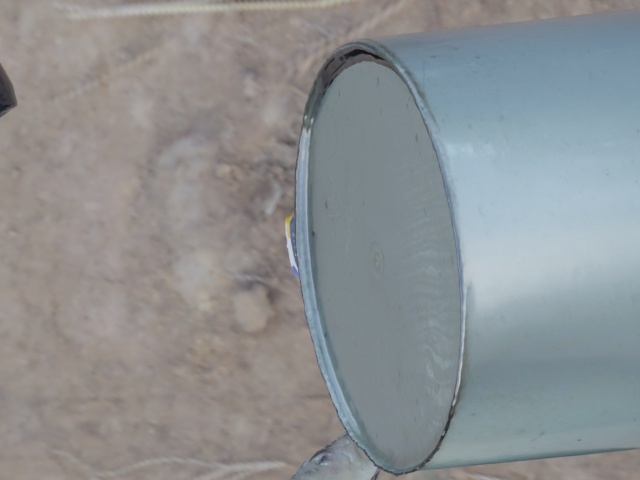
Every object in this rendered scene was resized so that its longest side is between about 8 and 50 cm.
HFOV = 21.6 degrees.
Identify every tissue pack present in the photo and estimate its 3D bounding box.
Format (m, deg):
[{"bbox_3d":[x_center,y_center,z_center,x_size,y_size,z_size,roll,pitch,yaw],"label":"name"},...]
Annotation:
[{"bbox_3d":[0.000,0.000,1.543,0.083,0.042,0.062,166,98,-67],"label":"tissue pack"}]

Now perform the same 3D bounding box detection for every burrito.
[{"bbox_3d":[0.005,0.223,1.539,0.063,0.229,0.058,-15,99,31],"label":"burrito"}]

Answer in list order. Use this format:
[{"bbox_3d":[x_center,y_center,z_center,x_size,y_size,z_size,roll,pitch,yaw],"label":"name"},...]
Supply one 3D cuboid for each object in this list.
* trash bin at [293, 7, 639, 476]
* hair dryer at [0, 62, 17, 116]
[{"bbox_3d":[0.226,-0.011,0.986,0.280,0.432,0.280,174,90,-71],"label":"trash bin"},{"bbox_3d":[-0.162,-0.138,0.914,0.070,0.255,0.128,-25,96,38],"label":"hair dryer"}]
